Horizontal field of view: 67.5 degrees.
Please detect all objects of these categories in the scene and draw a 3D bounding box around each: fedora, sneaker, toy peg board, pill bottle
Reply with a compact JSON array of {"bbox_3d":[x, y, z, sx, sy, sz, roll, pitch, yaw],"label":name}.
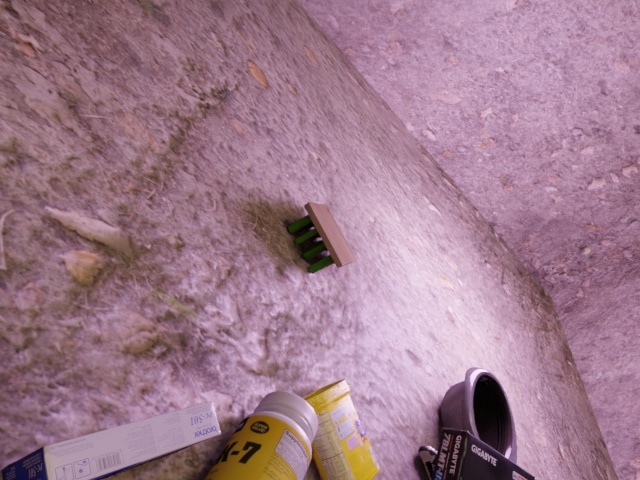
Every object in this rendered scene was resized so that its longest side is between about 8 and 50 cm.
[{"bbox_3d":[0.394,0.466,1.231,0.244,0.124,0.275,40,41,-26],"label":"fedora"},{"bbox_3d":[0.253,0.509,1.069,0.109,0.040,0.044,57,32,-1],"label":"sneaker"},{"bbox_3d":[0.000,0.000,1.145,0.161,0.079,0.161,62,14,5],"label":"toy peg board"},{"bbox_3d":[-0.083,0.317,0.665,0.119,0.119,0.208,53,29,-9],"label":"pill bottle"}]

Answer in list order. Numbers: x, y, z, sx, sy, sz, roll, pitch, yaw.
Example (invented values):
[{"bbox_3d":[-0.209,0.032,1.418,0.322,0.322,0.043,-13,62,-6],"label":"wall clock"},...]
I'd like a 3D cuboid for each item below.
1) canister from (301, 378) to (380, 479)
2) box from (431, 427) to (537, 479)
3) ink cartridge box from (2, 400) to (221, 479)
[{"bbox_3d":[0.029,0.349,0.849,0.126,0.073,0.169,-4,67,-57],"label":"canister"},{"bbox_3d":[0.321,0.579,0.971,0.296,0.073,0.293,40,59,-28],"label":"box"},{"bbox_3d":[-0.226,0.238,0.546,0.207,0.097,0.046,6,58,-54],"label":"ink cartridge box"}]
